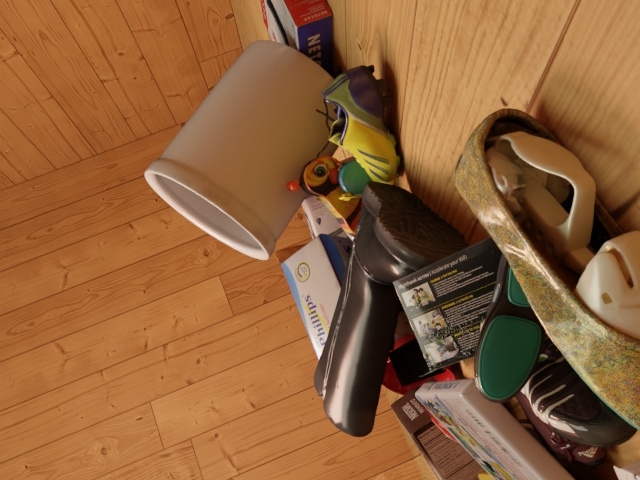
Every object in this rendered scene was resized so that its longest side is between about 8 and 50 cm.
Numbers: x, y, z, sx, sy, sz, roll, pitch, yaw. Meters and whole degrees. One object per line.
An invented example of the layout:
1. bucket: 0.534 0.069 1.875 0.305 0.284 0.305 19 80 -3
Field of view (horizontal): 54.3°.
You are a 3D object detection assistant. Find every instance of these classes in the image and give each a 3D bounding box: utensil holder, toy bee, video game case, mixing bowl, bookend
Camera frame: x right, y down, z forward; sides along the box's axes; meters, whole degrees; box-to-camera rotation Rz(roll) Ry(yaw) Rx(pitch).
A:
1. utensil holder: -0.148 -0.202 1.414 0.327 0.386 0.328 31 165 10
2. toy bee: 0.018 -0.113 1.290 0.298 0.162 0.195 57 168 10
3. video game case: 0.290 0.333 0.904 0.329 0.036 0.300 45 168 8
4. mixing bowl: 0.224 0.279 1.440 0.181 0.181 0.098 74 -158 -46
5. bookend: 0.245 0.215 1.237 0.157 0.156 0.072 -2 -118 -48

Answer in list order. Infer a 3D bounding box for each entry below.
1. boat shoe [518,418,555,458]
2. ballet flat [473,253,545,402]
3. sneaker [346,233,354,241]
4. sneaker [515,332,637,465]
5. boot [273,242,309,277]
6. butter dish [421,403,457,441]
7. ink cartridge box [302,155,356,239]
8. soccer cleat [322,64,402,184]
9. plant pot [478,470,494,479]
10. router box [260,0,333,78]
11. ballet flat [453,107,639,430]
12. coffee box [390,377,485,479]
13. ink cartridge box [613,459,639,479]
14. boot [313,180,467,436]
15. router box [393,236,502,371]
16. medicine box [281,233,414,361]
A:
1. boat shoe: 0.318 0.288 0.916 0.075 0.065 0.206 40 164 26
2. ballet flat: 0.222 0.084 0.715 0.074 0.074 0.203 122 163 -83
3. sneaker: 0.115 -0.010 1.450 0.147 0.129 0.330 161 88 -82
4. sneaker: 0.302 0.204 0.714 0.163 0.106 0.281 58 -179 -6
5. boot: 0.000 0.000 1.800 0.096 0.280 0.264 86 161 -73
6. butter dish: 0.287 0.313 1.145 0.160 0.118 0.160 27 177 -6
7. ink cartridge box: 0.051 -0.072 1.594 0.100 0.171 0.237 -118 8 -48
8. soccer cleat: 0.074 -0.193 1.141 0.093 0.121 0.289 63 178 37
9. plant pot: 0.357 0.456 1.157 0.083 0.081 0.081 111 138 -67
10. router box: -0.064 -0.520 1.452 0.335 0.082 0.301 85 163 -71
11. ballet flat: 0.228 0.008 0.544 0.123 0.123 0.349 75 171 -52
12. coffee box: 0.290 0.461 1.325 0.297 0.118 0.168 57 176 -9
13. ink cartridge box: 0.357 0.269 0.673 0.083 0.028 0.048 116 132 -82
14. boot: 0.096 0.156 1.111 0.367 0.146 0.446 -96 22 -70
15. router box: 0.197 0.079 0.814 0.046 0.178 0.133 -10 -105 -53
16. medicine box: 0.084 0.143 1.517 0.289 0.149 0.264 10 -130 -51
